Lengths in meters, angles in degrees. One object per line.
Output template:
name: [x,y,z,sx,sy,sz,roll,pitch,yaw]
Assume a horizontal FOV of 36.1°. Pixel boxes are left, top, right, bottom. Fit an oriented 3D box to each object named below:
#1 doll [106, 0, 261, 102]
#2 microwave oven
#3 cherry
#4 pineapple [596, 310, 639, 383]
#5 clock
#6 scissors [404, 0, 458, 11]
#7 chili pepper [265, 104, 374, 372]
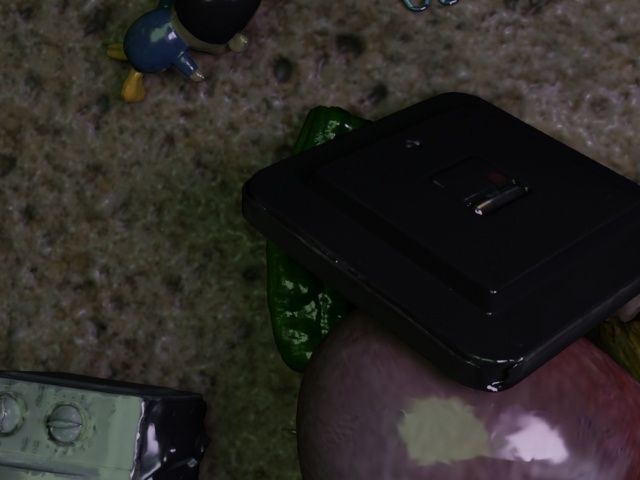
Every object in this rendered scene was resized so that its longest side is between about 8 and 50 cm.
doll: [-0.123,-0.201,0.935,0.179,0.089,0.102,-25,79,28]
microwave oven: [-0.205,0.263,0.809,0.181,0.237,0.295,6,82,9]
cherry: [0.114,0.167,0.769,0.307,0.221,0.261,-4,121,14]
pineapple: [0.400,0.114,0.773,0.271,0.262,0.263,-21,80,-15]
clock: [0.119,-0.026,0.774,0.278,0.049,0.273,-27,48,-35]
scissors: [0.099,-0.279,0.942,0.058,0.014,0.119,-11,85,2]
chili pepper: [0.002,0.000,0.892,0.099,0.083,0.254,4,79,7]
